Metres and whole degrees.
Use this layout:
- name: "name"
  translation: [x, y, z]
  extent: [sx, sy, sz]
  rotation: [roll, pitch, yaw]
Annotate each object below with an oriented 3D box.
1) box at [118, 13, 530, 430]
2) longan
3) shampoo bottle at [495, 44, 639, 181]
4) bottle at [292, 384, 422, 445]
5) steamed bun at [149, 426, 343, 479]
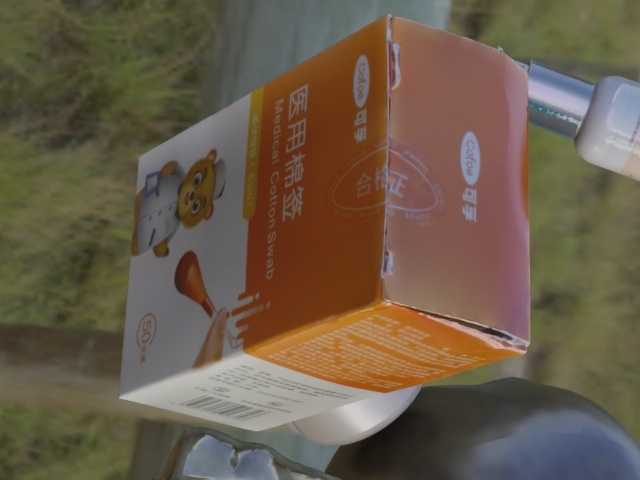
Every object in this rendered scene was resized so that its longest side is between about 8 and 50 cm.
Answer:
- name: "box"
  translation: [0.000, 0.000, 1.267]
  extent: [0.143, 0.341, 0.225]
  rotation: [18, 64, -35]
- name: "longan"
  translation: [0.163, 0.281, 1.645]
  extent: [0.288, 0.350, 0.288]
  rotation: [170, -90, -81]
- name: "shampoo bottle"
  translation: [0.221, -0.096, 1.318]
  extent: [0.074, 0.192, 0.074]
  rotation: [19, 90, -90]
- name: "bottle"
  translation: [-0.016, 0.066, 1.558]
  extent: [0.236, 0.147, 0.147]
  rotation: [54, 50, -26]
- name: "steamed bun"
  translation: [0.067, 0.299, 0.816]
  extent: [0.247, 0.428, 0.189]
  rotation: [-58, 168, -25]
